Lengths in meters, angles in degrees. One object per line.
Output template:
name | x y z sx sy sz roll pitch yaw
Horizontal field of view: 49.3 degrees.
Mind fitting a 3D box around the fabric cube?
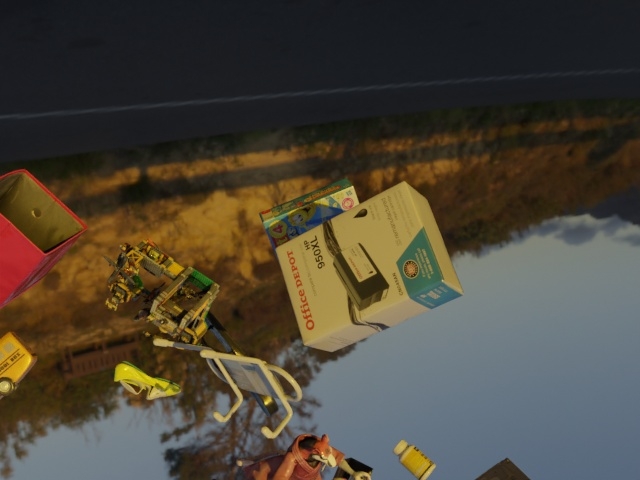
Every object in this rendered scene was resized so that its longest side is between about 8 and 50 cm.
fabric cube | -0.881 -0.005 1.978 0.258 0.259 0.254 -42 -172 20

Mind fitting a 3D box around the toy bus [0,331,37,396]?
toy bus | -0.921 0.405 1.871 0.333 0.130 0.108 -43 -174 -16

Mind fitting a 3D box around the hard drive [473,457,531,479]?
hard drive | 0.419 0.734 1.843 0.339 0.064 0.237 -33 -170 -4

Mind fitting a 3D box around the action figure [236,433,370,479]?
action figure | -0.047 0.607 1.894 0.248 0.275 0.370 -7 139 -31

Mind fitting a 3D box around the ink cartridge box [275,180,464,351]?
ink cartridge box | 0.115 0.076 1.764 0.395 0.285 0.166 -27 154 20

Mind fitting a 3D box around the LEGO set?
LEGO set | -0.433 0.166 1.789 0.255 0.331 0.192 -50 -179 38

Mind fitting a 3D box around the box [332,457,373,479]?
box | 0.096 0.847 2.416 0.093 0.156 0.158 27 157 0

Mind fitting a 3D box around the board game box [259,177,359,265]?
board game box | 0.000 0.000 2.223 0.302 0.308 0.086 -23 -154 -4

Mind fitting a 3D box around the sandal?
sandal | -0.304 0.412 2.334 0.107 0.445 0.167 -33 166 -19

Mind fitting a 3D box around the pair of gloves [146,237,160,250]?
pair of gloves | -0.606 0.035 2.486 0.083 0.074 0.010 -36 178 38

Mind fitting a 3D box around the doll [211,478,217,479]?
doll | -0.373 0.787 2.172 0.189 0.046 0.129 -22 -169 26

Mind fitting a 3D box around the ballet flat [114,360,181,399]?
ballet flat | -0.560 0.467 2.239 0.231 0.077 0.077 32 140 -25

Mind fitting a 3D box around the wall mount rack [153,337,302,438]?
wall mount rack | -0.221 0.320 1.648 0.350 0.304 0.130 0 -143 47

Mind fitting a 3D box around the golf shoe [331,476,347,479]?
golf shoe | 0.002 0.750 1.824 0.115 0.140 0.306 -27 -149 39

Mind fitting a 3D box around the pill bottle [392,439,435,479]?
pill bottle | 0.262 0.619 1.967 0.065 0.116 0.065 -42 158 -22
